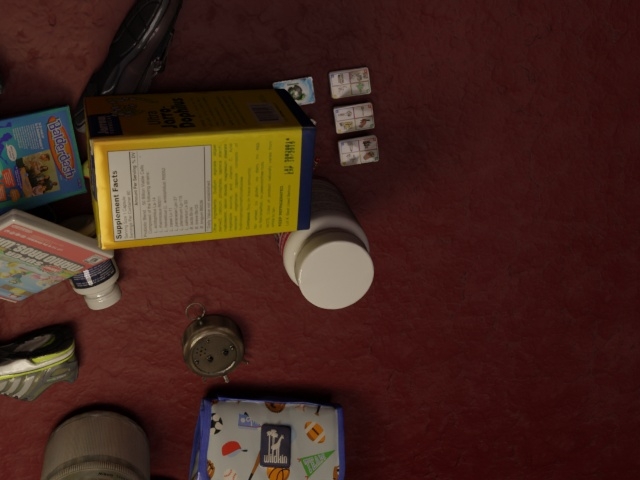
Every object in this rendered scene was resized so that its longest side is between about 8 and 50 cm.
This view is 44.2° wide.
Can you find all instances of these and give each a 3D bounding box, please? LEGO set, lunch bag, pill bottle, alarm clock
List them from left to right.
[{"bbox_3d":[-0.440,0.044,1.497,0.094,0.094,0.169,-18,118,-4],"label":"pill bottle"},{"bbox_3d":[-0.231,0.210,1.648,0.129,0.064,0.192,-23,115,-1],"label":"alarm clock"},{"bbox_3d":[-0.127,0.534,1.738,0.327,0.239,0.386,7,97,-15],"label":"lunch bag"},{"bbox_3d":[-0.020,-0.223,1.506,0.244,0.060,0.182,-11,105,-9],"label":"LEGO set"},{"bbox_3d":[0.000,0.000,1.470,0.160,0.283,0.160,-5,116,-11],"label":"pill bottle"}]

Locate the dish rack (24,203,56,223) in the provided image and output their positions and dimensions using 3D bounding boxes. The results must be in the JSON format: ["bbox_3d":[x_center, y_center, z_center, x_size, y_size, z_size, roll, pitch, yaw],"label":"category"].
[{"bbox_3d":[-0.640,-0.037,1.425,0.271,0.074,0.208,-39,117,7],"label":"dish rack"}]

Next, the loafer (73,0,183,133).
[{"bbox_3d":[-0.318,-0.302,1.366,0.095,0.109,0.302,21,117,-40],"label":"loafer"}]

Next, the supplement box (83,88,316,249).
[{"bbox_3d":[-0.206,-0.129,1.333,0.356,0.195,0.194,-5,121,-17],"label":"supplement box"}]

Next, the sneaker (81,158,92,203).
[{"bbox_3d":[-0.373,-0.074,1.469,0.094,0.081,0.208,-27,108,2],"label":"sneaker"}]

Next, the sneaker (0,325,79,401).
[{"bbox_3d":[-0.621,0.274,1.565,0.300,0.111,0.121,-15,122,-3],"label":"sneaker"}]

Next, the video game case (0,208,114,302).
[{"bbox_3d":[-0.534,0.035,1.380,0.285,0.025,0.204,-22,150,31],"label":"video game case"}]

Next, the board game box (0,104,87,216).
[{"bbox_3d":[-0.512,-0.132,1.339,0.210,0.047,0.160,-25,114,-45],"label":"board game box"}]

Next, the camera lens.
[{"bbox_3d":[-0.461,0.502,1.614,0.219,0.274,0.219,-5,117,-10],"label":"camera lens"}]

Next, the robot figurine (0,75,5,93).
[{"bbox_3d":[-0.668,-0.274,1.279,0.291,0.085,0.211,40,80,-26],"label":"robot figurine"}]
